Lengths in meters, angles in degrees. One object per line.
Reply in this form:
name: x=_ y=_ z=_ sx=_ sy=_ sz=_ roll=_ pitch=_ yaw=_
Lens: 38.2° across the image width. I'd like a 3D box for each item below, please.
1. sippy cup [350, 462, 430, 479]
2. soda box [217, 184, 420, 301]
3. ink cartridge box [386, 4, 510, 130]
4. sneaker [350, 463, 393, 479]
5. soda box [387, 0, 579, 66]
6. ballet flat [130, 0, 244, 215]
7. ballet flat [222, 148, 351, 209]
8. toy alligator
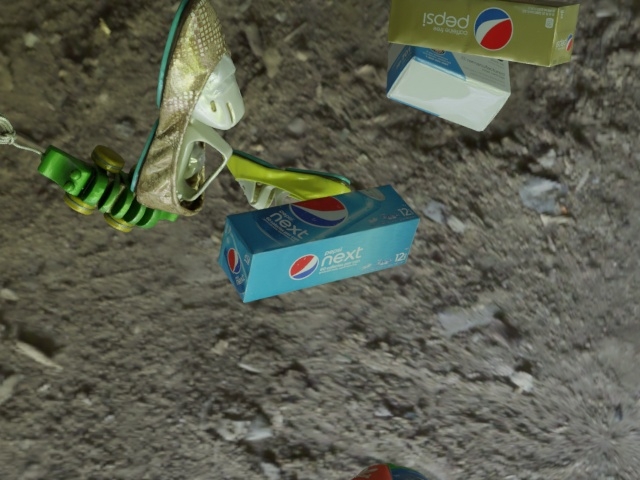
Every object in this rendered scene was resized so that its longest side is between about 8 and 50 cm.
sippy cup: x=0.159 y=0.475 z=1.417 sx=0.224 sy=0.306 sz=0.239 roll=-8 pitch=89 yaw=59
soda box: x=0.000 y=0.000 z=1.005 sx=0.210 sy=0.071 sz=0.067 roll=-13 pitch=46 yaw=-29
ink cartridge box: x=0.166 y=-0.253 z=1.210 sx=0.140 sy=0.082 sz=0.190 roll=18 pitch=51 yaw=-15
sneaker: x=0.135 y=0.430 z=1.157 sx=0.131 sy=0.148 sz=0.350 roll=-22 pitch=108 yaw=31
soda box: x=0.160 y=-0.219 z=0.930 sx=0.181 sy=0.061 sz=0.058 roll=16 pitch=113 yaw=30
ballet flat: x=-0.094 y=-0.094 z=0.708 sx=0.067 sy=0.206 sz=0.073 roll=27 pitch=49 yaw=1
ballet flat: x=-0.062 y=-0.076 z=1.332 sx=0.231 sy=0.077 sz=0.077 roll=17 pitch=87 yaw=32
toy alligator: x=-0.196 y=-0.050 z=0.781 sx=0.056 sy=0.190 sz=0.051 roll=-54 pitch=34 yaw=13
